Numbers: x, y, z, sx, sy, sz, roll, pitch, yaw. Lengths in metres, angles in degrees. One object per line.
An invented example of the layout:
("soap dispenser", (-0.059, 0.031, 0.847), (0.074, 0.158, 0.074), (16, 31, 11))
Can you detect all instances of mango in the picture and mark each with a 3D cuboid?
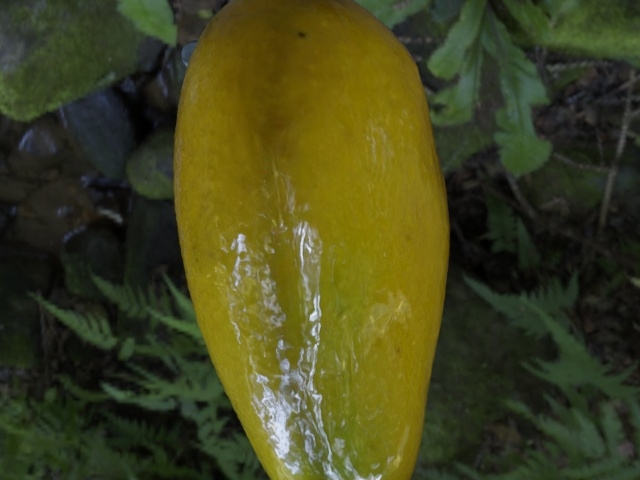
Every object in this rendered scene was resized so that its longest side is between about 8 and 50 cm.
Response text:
("mango", (0.000, 0.000, 0.600), (0.119, 0.317, 0.176), (-7, 173, 30))

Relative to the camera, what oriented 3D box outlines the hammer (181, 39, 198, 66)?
("hammer", (-0.089, -0.042, 0.973), (0.029, 0.103, 0.246), (-1, 90, 12))
